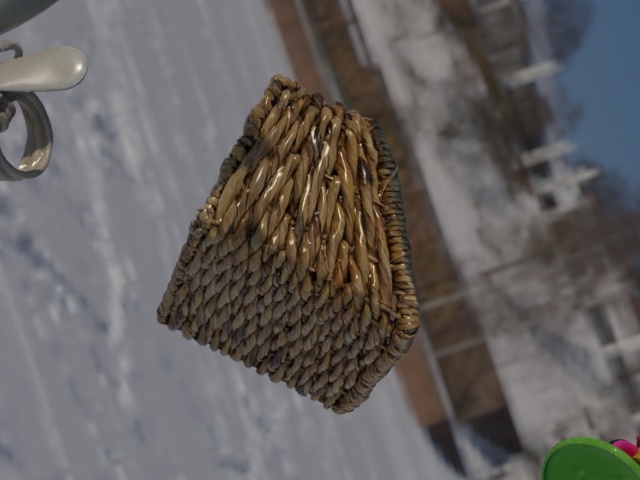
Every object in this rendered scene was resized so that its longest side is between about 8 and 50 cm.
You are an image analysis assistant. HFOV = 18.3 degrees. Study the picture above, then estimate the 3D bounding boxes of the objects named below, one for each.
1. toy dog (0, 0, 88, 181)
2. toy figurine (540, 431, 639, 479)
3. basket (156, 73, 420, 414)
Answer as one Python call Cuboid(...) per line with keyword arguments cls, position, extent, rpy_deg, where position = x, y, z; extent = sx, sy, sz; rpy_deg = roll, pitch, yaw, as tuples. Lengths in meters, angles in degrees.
Cuboid(cls="toy dog", position=(-0.268, -0.223, 1.813), extent=(0.220, 0.161, 0.333), rpy_deg=(22, 74, -42))
Cuboid(cls="toy figurine", position=(0.221, 0.151, 1.177), extent=(0.159, 0.130, 0.173), rpy_deg=(-40, 104, -45))
Cuboid(cls="basket", position=(0.000, 0.000, 1.849), extent=(0.213, 0.223, 0.299), rpy_deg=(-63, 180, -23))
